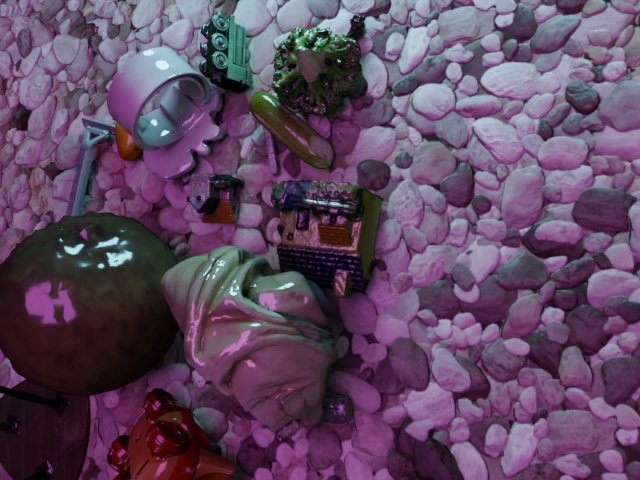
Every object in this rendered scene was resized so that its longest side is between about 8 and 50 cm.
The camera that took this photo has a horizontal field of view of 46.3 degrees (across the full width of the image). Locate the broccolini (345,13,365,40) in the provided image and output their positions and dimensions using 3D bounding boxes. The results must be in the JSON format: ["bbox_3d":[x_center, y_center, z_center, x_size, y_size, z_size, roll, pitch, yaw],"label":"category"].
[{"bbox_3d":[0.017,-0.415,1.579,0.194,0.054,0.052,-24,93,20],"label":"broccolini"}]

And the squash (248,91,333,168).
[{"bbox_3d":[-0.061,-0.230,1.563,0.239,0.069,0.069,43,100,17],"label":"squash"}]

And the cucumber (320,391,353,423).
[{"bbox_3d":[0.009,0.324,1.464,0.112,0.064,0.064,6,85,25],"label":"cucumber"}]

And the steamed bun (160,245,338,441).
[{"bbox_3d":[-0.095,0.156,1.396,0.237,0.346,0.394,-39,90,8],"label":"steamed bun"}]

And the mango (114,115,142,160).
[{"bbox_3d":[-0.442,-0.242,1.741,0.078,0.057,0.114,9,89,17],"label":"mango"}]

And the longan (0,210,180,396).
[{"bbox_3d":[-0.475,0.123,1.529,0.391,0.391,0.391,-3,81,23],"label":"longan"}]

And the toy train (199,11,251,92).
[{"bbox_3d":[-0.206,-0.414,1.641,0.071,0.111,0.171,-18,66,48],"label":"toy train"}]

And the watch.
[{"bbox_3d":[-0.338,-0.268,1.606,0.196,0.231,0.244,43,97,20],"label":"watch"}]

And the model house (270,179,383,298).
[{"bbox_3d":[0.000,0.000,1.458,0.193,0.170,0.211,5,85,22],"label":"model house"}]

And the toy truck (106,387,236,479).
[{"bbox_3d":[-0.289,0.457,1.527,0.189,0.239,0.265,-54,26,7],"label":"toy truck"}]

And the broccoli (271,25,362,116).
[{"bbox_3d":[-0.011,-0.346,1.522,0.195,0.156,0.195,0,94,-6],"label":"broccoli"}]

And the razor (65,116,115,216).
[{"bbox_3d":[-0.564,-0.151,1.780,0.111,0.056,0.278,17,89,24],"label":"razor"}]

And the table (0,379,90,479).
[{"bbox_3d":[-0.719,0.438,1.658,0.317,0.249,0.317,-3,81,22],"label":"table"}]

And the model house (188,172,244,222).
[{"bbox_3d":[-0.225,-0.088,1.602,0.087,0.100,0.100,3,85,22],"label":"model house"}]

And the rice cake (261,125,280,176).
[{"bbox_3d":[-0.107,-0.197,1.609,0.021,0.022,0.121,-15,77,17],"label":"rice cake"}]
